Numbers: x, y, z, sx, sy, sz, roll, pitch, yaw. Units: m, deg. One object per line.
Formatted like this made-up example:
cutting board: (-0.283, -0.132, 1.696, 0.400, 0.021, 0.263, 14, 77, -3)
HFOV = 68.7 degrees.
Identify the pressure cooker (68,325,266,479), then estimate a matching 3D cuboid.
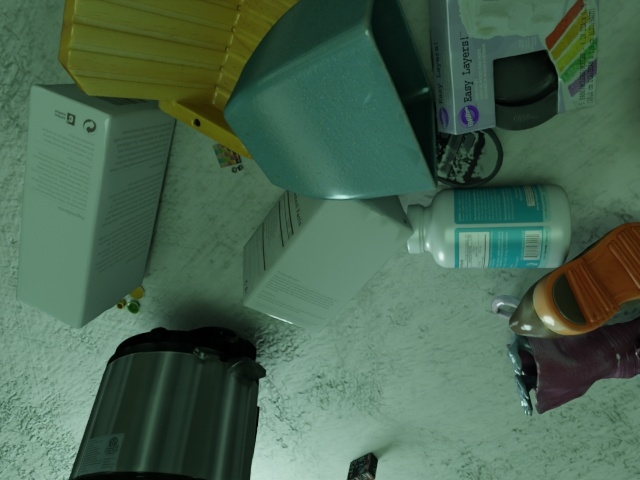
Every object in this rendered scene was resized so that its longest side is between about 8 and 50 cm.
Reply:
pressure cooker: (-0.320, 0.394, 1.055, 0.369, 0.421, 0.376, 8, 139, -10)

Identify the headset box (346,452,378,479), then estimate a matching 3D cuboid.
headset box: (0.111, 0.591, 1.205, 0.083, 0.062, 0.032, -37, 100, 25)

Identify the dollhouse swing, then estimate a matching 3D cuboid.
dollhouse swing: (-0.158, -0.318, 0.734, 0.315, 0.305, 0.347, 31, 117, 10)

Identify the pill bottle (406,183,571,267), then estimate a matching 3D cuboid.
pill bottle: (0.291, -0.024, 0.840, 0.263, 0.146, 0.146, 0, 113, 15)

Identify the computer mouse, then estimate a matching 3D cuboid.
computer mouse: (0.196, -0.190, 0.841, 0.272, 0.072, 0.189, 28, 117, 14)

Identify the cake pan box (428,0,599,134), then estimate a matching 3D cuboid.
cake pan box: (0.292, -0.305, 0.709, 0.245, 0.070, 0.267, -11, 110, -5)

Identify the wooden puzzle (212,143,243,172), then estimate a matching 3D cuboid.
wooden puzzle: (-0.195, -0.180, 0.980, 0.049, 0.006, 0.083, -10, 110, 19)

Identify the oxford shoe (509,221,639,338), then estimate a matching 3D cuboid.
oxford shoe: (0.468, 0.066, 0.788, 0.130, 0.363, 0.133, 67, 157, 18)

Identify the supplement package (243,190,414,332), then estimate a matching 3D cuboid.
supplement package: (0.000, 0.000, 0.886, 0.177, 0.175, 0.293, 26, 120, -26)

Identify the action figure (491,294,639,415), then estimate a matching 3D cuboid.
action figure: (0.548, 0.205, 0.889, 0.370, 0.248, 0.276, -20, 65, 10)

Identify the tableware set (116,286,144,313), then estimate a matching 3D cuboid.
tableware set: (-0.496, 0.114, 1.181, 0.104, 0.024, 0.154, 17, 116, 7)

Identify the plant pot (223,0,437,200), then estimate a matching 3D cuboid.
plant pot: (0.011, -0.206, 0.685, 0.252, 0.248, 0.247, -14, 134, 26)

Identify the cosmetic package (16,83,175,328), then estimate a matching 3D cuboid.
cosmetic package: (-0.459, -0.077, 0.962, 0.161, 0.230, 0.454, 22, 113, 6)
